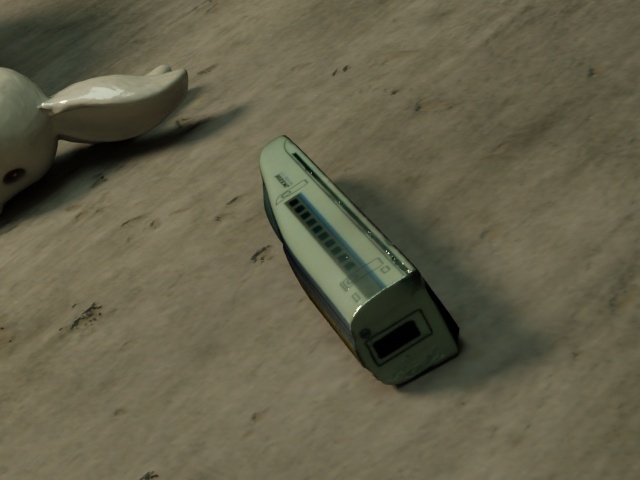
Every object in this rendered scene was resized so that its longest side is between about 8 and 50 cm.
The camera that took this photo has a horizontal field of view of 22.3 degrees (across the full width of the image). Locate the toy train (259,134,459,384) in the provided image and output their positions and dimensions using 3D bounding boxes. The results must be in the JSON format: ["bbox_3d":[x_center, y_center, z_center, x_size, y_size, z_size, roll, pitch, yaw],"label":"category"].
[{"bbox_3d":[0.001,0.000,0.854,0.048,0.055,0.252,-36,27,-2],"label":"toy train"}]

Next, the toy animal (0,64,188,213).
[{"bbox_3d":[-0.203,-0.071,1.131,0.220,0.131,0.104,2,-7,-3],"label":"toy animal"}]
